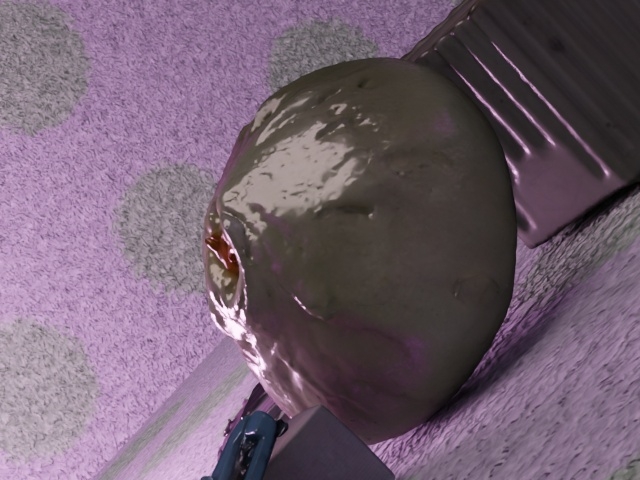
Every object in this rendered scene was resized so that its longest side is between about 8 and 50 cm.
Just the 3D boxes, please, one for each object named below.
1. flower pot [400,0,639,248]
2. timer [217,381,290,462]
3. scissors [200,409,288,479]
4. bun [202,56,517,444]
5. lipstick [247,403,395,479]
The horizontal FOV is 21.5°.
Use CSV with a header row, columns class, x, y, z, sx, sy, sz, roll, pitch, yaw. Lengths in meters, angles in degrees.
class,x,y,z,sx,sy,sz,roll,pitch,yaw
flower pot,0.190,-0.134,1.356,0.239,0.189,0.209,-40,5,47
timer,-0.016,0.141,1.548,0.191,0.069,0.208,-47,5,7
scissors,-0.086,0.236,0.948,0.180,0.032,0.393,-36,22,39
bun,0.000,0.000,1.229,0.293,0.187,0.293,-33,51,53
lipstick,-0.098,0.263,1.069,0.371,0.080,0.076,-48,4,-26
